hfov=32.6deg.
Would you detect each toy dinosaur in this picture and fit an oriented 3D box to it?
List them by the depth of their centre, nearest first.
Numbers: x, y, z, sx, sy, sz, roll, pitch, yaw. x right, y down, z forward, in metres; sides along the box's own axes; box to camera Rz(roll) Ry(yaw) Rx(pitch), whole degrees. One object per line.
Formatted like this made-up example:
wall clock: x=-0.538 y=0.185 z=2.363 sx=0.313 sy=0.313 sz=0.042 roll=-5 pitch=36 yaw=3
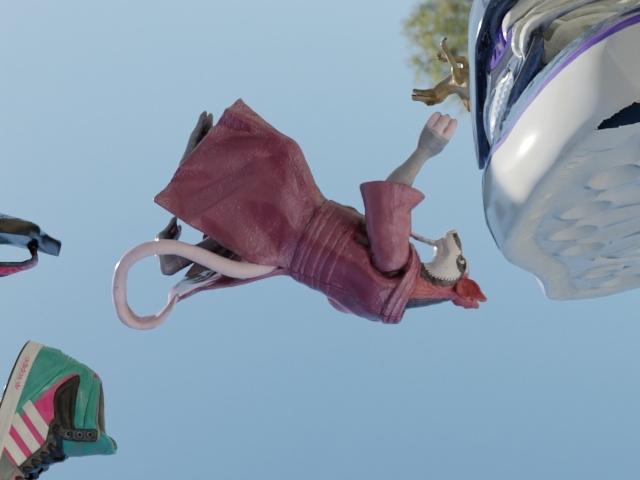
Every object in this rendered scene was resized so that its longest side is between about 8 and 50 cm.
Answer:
toy dinosaur: x=0.179 y=-0.174 z=1.180 sx=0.183 sy=0.092 sz=0.053 roll=14 pitch=-149 yaw=43

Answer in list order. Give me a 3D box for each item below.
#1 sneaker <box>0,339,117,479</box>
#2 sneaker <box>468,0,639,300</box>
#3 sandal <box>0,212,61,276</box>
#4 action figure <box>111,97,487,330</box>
sneaker: x=-0.398 y=0.313 z=1.635 sx=0.178 sy=0.295 sz=0.124 roll=16 pitch=170 yaw=-1
sneaker: x=0.126 y=-0.110 z=0.532 sx=0.323 sy=0.130 sz=0.236 roll=50 pitch=-151 yaw=-73
sandal: x=-0.208 y=0.005 z=0.699 sx=0.067 sy=0.040 sz=0.179 roll=14 pitch=173 yaw=4
action figure: x=0.000 y=0.000 z=1.162 sx=0.370 sy=0.248 sz=0.276 roll=24 pitch=-133 yaw=15
